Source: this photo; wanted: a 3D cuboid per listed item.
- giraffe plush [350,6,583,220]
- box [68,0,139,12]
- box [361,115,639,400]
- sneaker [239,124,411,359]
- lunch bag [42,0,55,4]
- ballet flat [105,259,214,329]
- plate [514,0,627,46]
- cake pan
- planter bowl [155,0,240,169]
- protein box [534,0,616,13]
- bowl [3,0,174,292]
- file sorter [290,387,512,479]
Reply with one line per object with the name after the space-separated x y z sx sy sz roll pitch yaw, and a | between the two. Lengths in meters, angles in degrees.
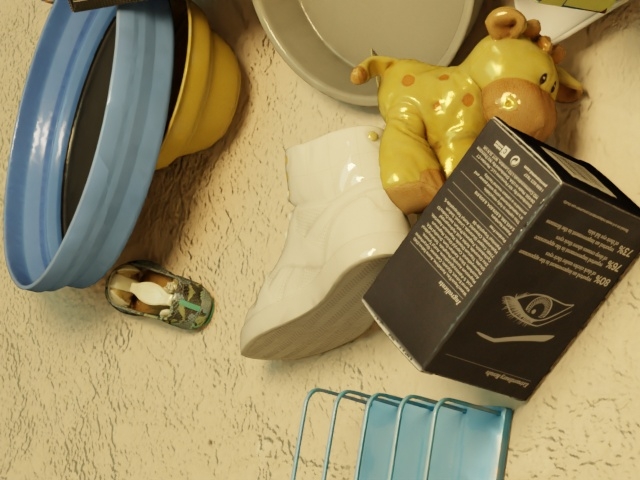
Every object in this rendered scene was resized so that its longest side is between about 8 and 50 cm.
0.147 -0.118 1.460 0.170 0.181 0.210 -25 76 23 | giraffe plush
-0.176 -0.323 1.710 0.184 0.045 0.191 -10 41 6 | box
0.163 0.021 1.396 0.207 0.153 0.108 -54 46 15 | box
0.000 0.000 1.558 0.292 0.108 0.169 -42 51 51 | sneaker
-0.238 -0.421 1.946 0.303 0.115 0.243 -23 59 49 | lunch bag
-0.197 0.054 1.797 0.188 0.070 0.070 8 82 45 | ballet flat
0.284 -0.341 1.480 0.277 0.045 0.278 -28 59 32 | plate
0.047 -0.282 1.603 0.293 0.054 0.293 16 115 36 | cake pan
-0.148 -0.167 1.789 0.217 0.090 0.217 -41 42 52 | planter bowl
0.203 -0.331 1.333 0.201 0.136 0.200 49 117 22 | protein box
-0.266 -0.129 1.824 0.391 0.077 0.391 -41 42 53 | bowl
0.069 0.197 1.460 0.170 0.104 0.118 -1 74 44 | file sorter
